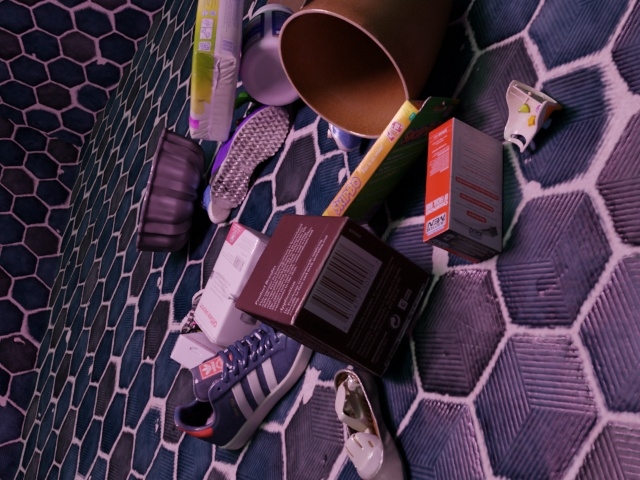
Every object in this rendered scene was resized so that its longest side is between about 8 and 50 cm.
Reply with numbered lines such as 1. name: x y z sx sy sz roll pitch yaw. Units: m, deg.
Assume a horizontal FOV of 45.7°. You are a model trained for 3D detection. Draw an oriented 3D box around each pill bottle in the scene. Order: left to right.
1. pill bottle: -0.100 -0.423 1.690 0.153 0.153 0.264 -52 24 29

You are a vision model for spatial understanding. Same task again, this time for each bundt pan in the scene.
1. bundt pan: -0.375 -0.118 1.946 0.331 0.124 0.331 -167 90 -82

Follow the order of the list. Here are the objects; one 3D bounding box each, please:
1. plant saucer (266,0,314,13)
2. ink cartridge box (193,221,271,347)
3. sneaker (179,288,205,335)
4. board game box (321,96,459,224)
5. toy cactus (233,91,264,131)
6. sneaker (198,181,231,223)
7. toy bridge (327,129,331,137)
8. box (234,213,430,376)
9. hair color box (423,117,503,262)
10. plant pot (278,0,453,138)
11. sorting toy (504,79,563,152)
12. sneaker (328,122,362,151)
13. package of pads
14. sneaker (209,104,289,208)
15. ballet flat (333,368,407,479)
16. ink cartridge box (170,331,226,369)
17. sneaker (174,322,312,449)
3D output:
1. plant saucer: -0.066 -0.607 1.896 0.278 0.041 0.278 -41 38 43
2. ink cartridge box: -0.155 0.091 1.501 0.218 0.092 0.158 -65 28 3
3. sneaker: -0.264 0.177 1.669 0.170 0.063 0.075 -55 30 34
4. board game box: 0.106 -0.121 1.162 0.039 0.124 0.259 48 119 17
5. toy cactus: -0.150 -0.358 1.821 0.180 0.112 0.219 13 73 53
6. sneaker: -0.260 -0.085 1.853 0.084 0.058 0.152 -46 38 40
7. toy bridge: 0.052 -0.276 1.409 0.063 0.026 0.188 11 102 33
8. box: 0.014 0.072 1.106 0.203 0.167 0.168 7 67 62
9. hair color box: 0.189 -0.066 0.996 0.053 0.093 0.167 -31 44 51
10. plant pot: 0.100 -0.335 1.209 0.254 0.237 0.237 -52 20 -26
11. sorting toy: 0.267 -0.155 0.980 0.075 0.045 0.083 -65 27 22
12. sneaker: 0.079 -0.257 1.342 0.081 0.080 0.211 19 88 62
13. package of pads: -0.225 -0.391 1.645 0.296 0.101 0.229 113 160 -60
14. sneaker: -0.177 -0.223 1.754 0.293 0.102 0.146 -50 32 31
15. ballet flat: 0.056 0.262 1.026 0.072 0.068 0.213 -51 32 27
16. ink cartridge box: -0.216 0.218 1.459 0.088 0.122 0.052 27 95 19
17. sneaker: -0.138 0.220 1.317 0.350 0.148 0.131 -58 29 18
